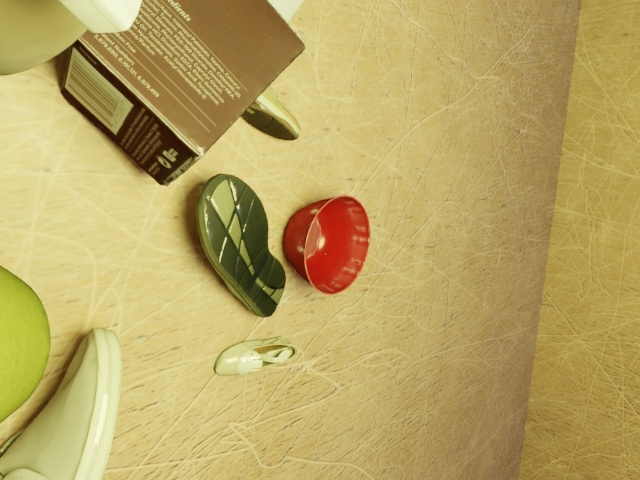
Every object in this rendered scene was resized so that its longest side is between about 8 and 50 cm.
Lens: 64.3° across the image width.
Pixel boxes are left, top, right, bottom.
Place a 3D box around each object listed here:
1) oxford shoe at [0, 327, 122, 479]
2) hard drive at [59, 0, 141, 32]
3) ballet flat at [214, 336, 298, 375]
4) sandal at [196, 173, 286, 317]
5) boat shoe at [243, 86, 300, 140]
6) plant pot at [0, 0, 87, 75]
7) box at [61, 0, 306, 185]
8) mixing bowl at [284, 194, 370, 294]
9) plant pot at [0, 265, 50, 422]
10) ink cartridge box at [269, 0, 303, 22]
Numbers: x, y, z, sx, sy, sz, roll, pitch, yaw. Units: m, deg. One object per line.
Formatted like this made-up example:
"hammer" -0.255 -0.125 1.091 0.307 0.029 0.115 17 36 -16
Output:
"oxford shoe" -0.352 0.315 0.591 0.130 0.169 0.449 24 82 -27
"hard drive" -0.176 -0.305 0.223 0.353 0.047 0.233 46 52 -68
"ballet flat" -0.107 0.205 0.905 0.168 0.052 0.057 -8 107 -47
"sandal" -0.135 0.024 0.809 0.120 0.086 0.302 -56 150 -31
"boat shoe" -0.094 -0.226 0.797 0.190 0.068 0.072 31 66 -48
"plant pot" -0.315 -0.284 0.375 0.323 0.323 0.280 -64 154 -14
"box" -0.163 -0.203 0.604 0.167 0.168 0.203 45 65 -18
"mixing bowl" 0.000 0.000 0.936 0.181 0.098 0.181 -18 114 -45
"plant pot" -0.332 0.074 0.325 0.293 0.275 0.274 34 73 -76
"ink cartridge box" -0.094 -0.412 0.726 0.223 0.045 0.224 -60 148 -18
